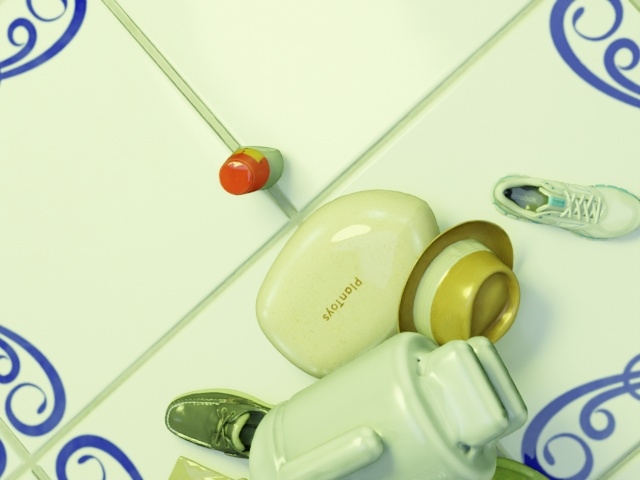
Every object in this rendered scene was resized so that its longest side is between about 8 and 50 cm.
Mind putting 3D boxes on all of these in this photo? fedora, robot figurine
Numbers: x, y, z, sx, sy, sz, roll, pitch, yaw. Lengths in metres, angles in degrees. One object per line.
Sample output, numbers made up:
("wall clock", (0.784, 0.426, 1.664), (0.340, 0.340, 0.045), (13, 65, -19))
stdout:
("fedora", (0.181, 0.074, 1.659), (0.079, 0.194, 0.194), (34, 100, 48))
("robot figurine", (0.061, 0.241, 1.604), (0.353, 0.300, 0.200), (-32, 73, 23))

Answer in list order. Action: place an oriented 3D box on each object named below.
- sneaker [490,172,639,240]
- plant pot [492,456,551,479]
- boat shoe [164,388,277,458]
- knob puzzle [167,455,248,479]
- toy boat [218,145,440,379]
("sneaker", (0.299, -0.040, 1.682), (0.190, 0.083, 0.071), (8, 92, 11))
("plant pot", (0.182, 0.414, 1.631), (0.276, 0.254, 0.276), (0, 92, 13))
("boat shoe", (-0.099, 0.240, 1.779), (0.223, 0.073, 0.080), (10, 91, 11))
("knob puzzle", (-0.132, 0.398, 1.813), (0.213, 0.030, 0.213), (0, 91, 12))
("toy boat", (0.000, 0.000, 1.730), (0.267, 0.148, 0.318), (-43, 90, 15))
